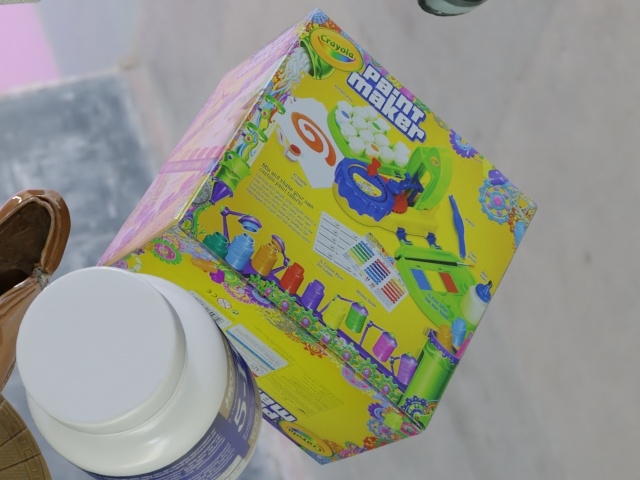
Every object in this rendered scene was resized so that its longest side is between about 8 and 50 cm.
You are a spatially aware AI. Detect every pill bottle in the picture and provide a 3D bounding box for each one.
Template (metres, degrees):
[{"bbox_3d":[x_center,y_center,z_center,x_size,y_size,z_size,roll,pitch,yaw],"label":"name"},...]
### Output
[{"bbox_3d":[-0.100,0.080,0.985,0.187,0.112,0.112,65,-175,-71],"label":"pill bottle"}]

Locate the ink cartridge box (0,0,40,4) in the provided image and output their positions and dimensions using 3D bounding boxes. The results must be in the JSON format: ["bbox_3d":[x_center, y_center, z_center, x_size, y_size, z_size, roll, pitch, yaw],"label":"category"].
[{"bbox_3d":[-0.317,-0.331,1.593,0.231,0.078,0.134,53,136,30],"label":"ink cartridge box"}]

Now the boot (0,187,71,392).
[{"bbox_3d":[-0.237,0.050,1.252,0.152,0.073,0.197,-177,111,-82],"label":"boot"}]

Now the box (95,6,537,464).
[{"bbox_3d":[0.000,0.000,1.640,0.290,0.279,0.177,41,147,-15],"label":"box"}]

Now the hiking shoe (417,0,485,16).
[{"bbox_3d":[0.042,-0.259,1.118,0.132,0.304,0.113,-13,56,47],"label":"hiking shoe"}]

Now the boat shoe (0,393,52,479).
[{"bbox_3d":[-0.329,0.150,1.485,0.277,0.096,0.098,51,-159,5],"label":"boat shoe"}]
